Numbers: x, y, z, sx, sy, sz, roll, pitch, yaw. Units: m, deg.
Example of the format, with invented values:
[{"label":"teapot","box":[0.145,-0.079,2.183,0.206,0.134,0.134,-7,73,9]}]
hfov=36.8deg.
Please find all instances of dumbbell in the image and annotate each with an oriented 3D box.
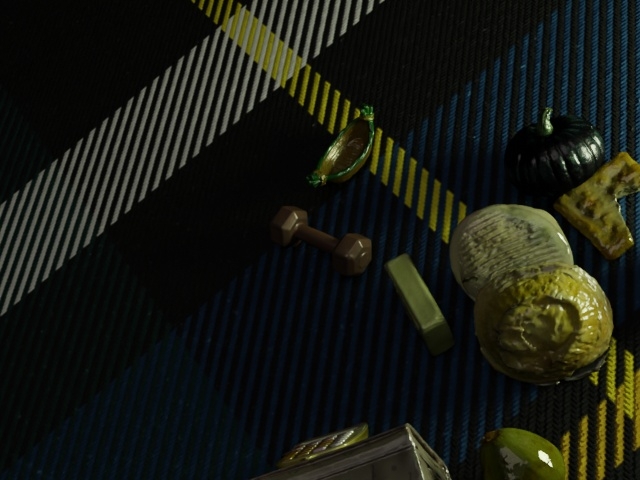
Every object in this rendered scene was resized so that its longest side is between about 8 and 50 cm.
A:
[{"label":"dumbbell","box":[0.000,0.000,1.982,0.231,0.092,0.082,24,45,34]}]

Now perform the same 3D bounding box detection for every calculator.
[{"label":"calculator","box":[0.006,0.365,1.683,0.157,0.236,0.033,-18,84,13]}]

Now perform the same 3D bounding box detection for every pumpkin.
[{"label":"pumpkin","box":[0.446,-0.161,1.842,0.194,0.150,0.194,-42,30,32]}]

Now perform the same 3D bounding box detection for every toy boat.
[{"label":"toy boat","box":[0.050,-0.191,2.073,0.089,0.088,0.229,26,73,32]}]

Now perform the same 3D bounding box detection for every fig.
[{"label":"fig","box":[0.327,0.379,1.568,0.154,0.165,0.144,-32,10,-32]}]

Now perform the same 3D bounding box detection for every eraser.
[{"label":"eraser","box":[0.187,0.121,1.807,0.058,0.117,0.172,-27,54,1]}]

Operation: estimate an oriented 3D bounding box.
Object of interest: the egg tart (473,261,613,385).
[{"label":"egg tart","box":[0.384,0.147,1.665,0.252,0.098,0.231,20,102,9]}]

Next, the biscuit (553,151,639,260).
[{"label":"biscuit","box":[0.555,-0.069,1.811,0.183,0.039,0.174,-40,52,-2]}]

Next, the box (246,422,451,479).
[{"label":"box","box":[0.066,0.467,1.581,0.297,0.225,0.190,-21,54,12]}]

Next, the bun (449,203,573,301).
[{"label":"bun","box":[0.356,0.038,1.769,0.210,0.116,0.237,-39,84,10]}]
